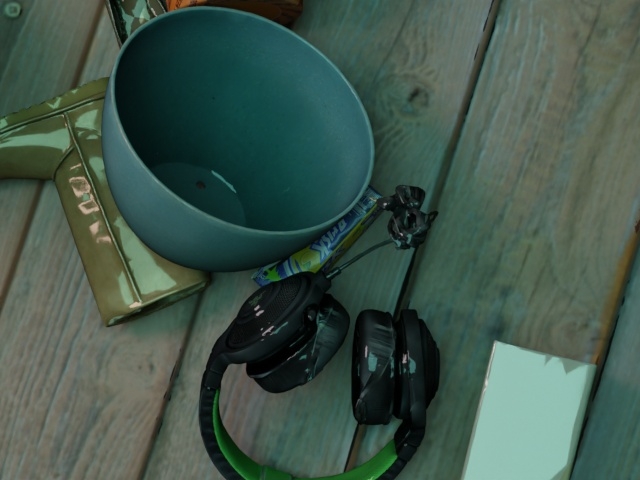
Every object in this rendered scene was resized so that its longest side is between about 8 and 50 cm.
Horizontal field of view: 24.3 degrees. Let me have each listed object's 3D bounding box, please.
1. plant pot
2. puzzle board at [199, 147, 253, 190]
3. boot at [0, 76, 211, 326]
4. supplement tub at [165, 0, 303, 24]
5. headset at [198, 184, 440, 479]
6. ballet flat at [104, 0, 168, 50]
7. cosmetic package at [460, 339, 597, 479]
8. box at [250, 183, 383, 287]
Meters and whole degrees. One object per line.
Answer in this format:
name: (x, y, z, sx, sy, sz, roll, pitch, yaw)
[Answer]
plant pot: (-0.112, -0.079, 1.603, 0.290, 0.195, 0.290, 13, 53, -18)
puzzle board: (-0.133, -0.133, 1.734, 0.128, 0.011, 0.096, 40, 92, 11)
boot: (-0.284, -0.026, 1.707, 0.236, 0.089, 0.269, -24, 82, 6)
supplement tub: (-0.105, -0.404, 1.667, 0.194, 0.193, 0.315, -5, 84, 8)
headset: (0.021, 0.123, 1.559, 0.243, 0.185, 0.394, 21, 108, -9)
ballet flat: (-0.211, -0.264, 1.731, 0.084, 0.058, 0.249, -23, 79, 8)
cosmetic package: (0.200, 0.268, 1.567, 0.113, 0.160, 0.309, 14, 87, 9)
box: (0.000, 0.000, 1.674, 0.054, 0.059, 0.169, 43, 91, 11)
